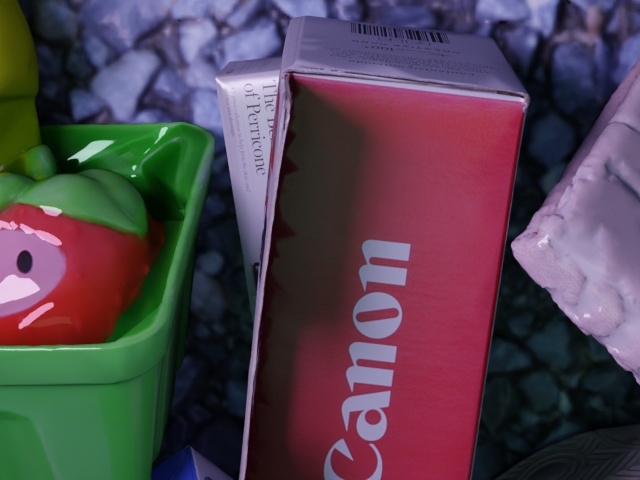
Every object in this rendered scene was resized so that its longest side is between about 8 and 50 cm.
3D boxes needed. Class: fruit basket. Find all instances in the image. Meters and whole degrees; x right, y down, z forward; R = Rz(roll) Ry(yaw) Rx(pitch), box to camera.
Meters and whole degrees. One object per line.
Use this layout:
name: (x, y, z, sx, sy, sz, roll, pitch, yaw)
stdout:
fruit basket: (-0.255, -0.033, 0.998, 0.392, 0.283, 0.392, 3, 124, 4)

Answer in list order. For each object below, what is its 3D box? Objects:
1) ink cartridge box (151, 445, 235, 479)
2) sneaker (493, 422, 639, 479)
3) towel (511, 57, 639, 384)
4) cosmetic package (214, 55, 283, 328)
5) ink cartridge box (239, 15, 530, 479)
ink cartridge box: (-0.060, 0.222, 1.091, 0.097, 0.046, 0.207, -34, 132, 14)
sneaker: (0.245, 0.189, 1.058, 0.350, 0.131, 0.148, -24, 105, 15)
towel: (0.283, 0.025, 0.927, 0.332, 0.317, 0.053, 43, 137, -6)
cosmetic package: (0.000, 0.000, 1.066, 0.099, 0.060, 0.239, -7, 105, 7)
ink cartridge box: (0.026, 0.052, 0.905, 0.130, 0.272, 0.309, 6, 106, -1)
